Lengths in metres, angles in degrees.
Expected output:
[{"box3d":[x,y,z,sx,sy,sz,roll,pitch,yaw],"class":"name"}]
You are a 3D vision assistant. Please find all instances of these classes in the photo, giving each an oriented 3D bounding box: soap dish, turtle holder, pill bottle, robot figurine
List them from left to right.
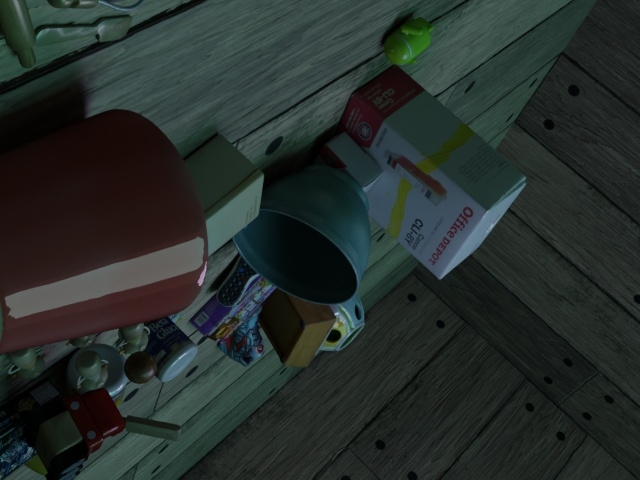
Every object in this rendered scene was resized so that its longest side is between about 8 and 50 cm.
[{"box3d":[-0.450,0.302,1.702,0.117,0.117,0.215,-36,164,-39],"class":"pill bottle"},{"box3d":[-0.321,0.178,1.625,0.094,0.169,0.094,-45,167,-13],"class":"pill bottle"},{"box3d":[-0.073,0.206,2.424,0.118,0.229,0.291,-18,154,-30],"class":"soap dish"},{"box3d":[0.012,0.227,2.712,0.243,0.227,0.320,-46,167,-2],"class":"turtle holder"},{"box3d":[0.173,-0.396,1.717,0.115,0.067,0.101,-41,164,-21],"class":"robot figurine"}]

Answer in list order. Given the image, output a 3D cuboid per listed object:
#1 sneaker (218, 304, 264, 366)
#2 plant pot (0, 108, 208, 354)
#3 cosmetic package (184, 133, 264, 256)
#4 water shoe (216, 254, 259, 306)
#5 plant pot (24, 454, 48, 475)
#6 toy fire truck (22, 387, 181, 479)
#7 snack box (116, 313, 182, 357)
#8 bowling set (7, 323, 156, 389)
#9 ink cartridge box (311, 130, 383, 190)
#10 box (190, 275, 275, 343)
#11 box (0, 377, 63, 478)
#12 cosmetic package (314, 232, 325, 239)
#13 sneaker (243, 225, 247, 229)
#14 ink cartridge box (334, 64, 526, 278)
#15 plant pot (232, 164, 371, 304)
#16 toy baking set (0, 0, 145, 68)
[{"box3d":[-0.191,0.260,2.388,0.104,0.125,0.262,-38,165,-35],"class":"sneaker"},{"box3d":[-0.308,0.002,0.998,0.243,0.275,0.275,-23,155,-41],"class":"plant pot"},{"box3d":[-0.244,-0.019,1.419,0.309,0.113,0.160,-43,167,-22],"class":"cosmetic package"},{"box3d":[-0.176,0.063,2.023,0.203,0.073,0.080,-48,-166,3],"class":"water shoe"},{"box3d":[-0.564,0.454,1.843,0.134,0.095,0.134,-45,167,-13],"class":"plant pot"},{"box3d":[-0.386,0.343,1.562,0.246,0.159,0.217,-27,167,-30],"class":"toy fire truck"},{"box3d":[-0.363,0.194,1.835,0.141,0.037,0.100,-44,168,-14],"class":"snack box"},{"box3d":[-0.371,0.192,1.476,0.287,0.200,0.154,-37,166,-22],"class":"bowling set"},{"box3d":[0.042,-0.136,1.896,0.072,0.127,0.175,-40,174,-33],"class":"ink cartridge box"},{"box3d":[-0.185,0.130,2.168,0.293,0.057,0.201,-46,168,-4],"class":"box"},{"box3d":[-0.588,0.376,1.632,0.175,0.051,0.220,-34,162,-43],"class":"box"},{"box3d":[0.000,0.000,2.055,0.127,0.107,0.238,-49,-166,19],"class":"cosmetic package"},{"box3d":[-0.191,-0.050,1.634,0.078,0.067,0.188,-26,170,6],"class":"sneaker"},{"box3d":[0.216,-0.145,1.894,0.160,0.384,0.279,-38,164,-34],"class":"ink cartridge box"},{"box3d":[-0.013,-0.032,1.802,0.196,0.293,0.293,-59,175,-31],"class":"plant pot"},{"box3d":[-0.243,-0.259,0.876,0.196,0.030,0.256,-41,166,-26],"class":"toy baking set"}]
